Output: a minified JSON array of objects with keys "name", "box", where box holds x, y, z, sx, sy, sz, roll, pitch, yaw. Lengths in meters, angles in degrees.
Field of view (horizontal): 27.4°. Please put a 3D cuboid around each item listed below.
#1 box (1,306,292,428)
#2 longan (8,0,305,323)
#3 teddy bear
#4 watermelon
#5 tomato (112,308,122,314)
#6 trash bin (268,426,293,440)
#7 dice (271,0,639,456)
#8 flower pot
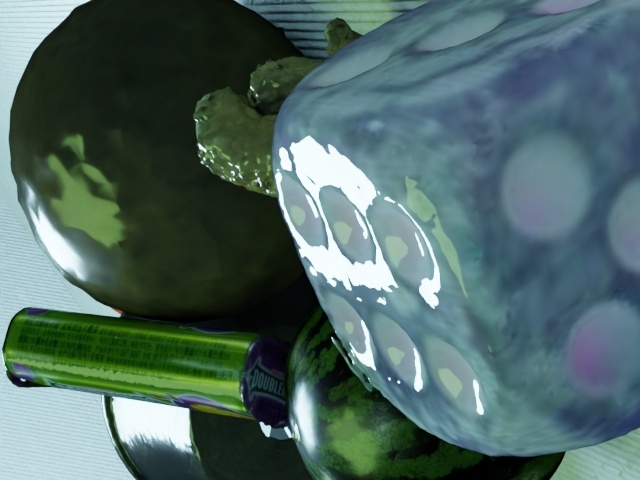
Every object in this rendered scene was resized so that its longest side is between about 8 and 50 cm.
[{"name":"box","box":[-0.187,0.139,1.455,0.346,0.097,0.134,4,168,32]},{"name":"longan","box":[-0.155,-0.097,1.477,0.391,0.391,0.391,49,159,27]},{"name":"teddy bear","box":[0.040,-0.088,1.168,0.156,0.256,0.267,-36,106,32]},{"name":"watermelon","box":[0.104,0.158,1.325,0.285,0.285,0.285,49,159,27]},{"name":"tomato","box":[-0.200,0.010,1.919,0.298,0.299,0.226,50,119,26]},{"name":"trash bin","box":[0.017,0.339,1.959,0.209,0.182,0.290,50,154,28]},{"name":"dice","box":[0.144,-0.029,0.934,0.270,0.271,0.270,19,136,61]},{"name":"flower pot","box":[-0.086,0.200,1.639,0.379,0.379,0.251,63,170,-11]}]
